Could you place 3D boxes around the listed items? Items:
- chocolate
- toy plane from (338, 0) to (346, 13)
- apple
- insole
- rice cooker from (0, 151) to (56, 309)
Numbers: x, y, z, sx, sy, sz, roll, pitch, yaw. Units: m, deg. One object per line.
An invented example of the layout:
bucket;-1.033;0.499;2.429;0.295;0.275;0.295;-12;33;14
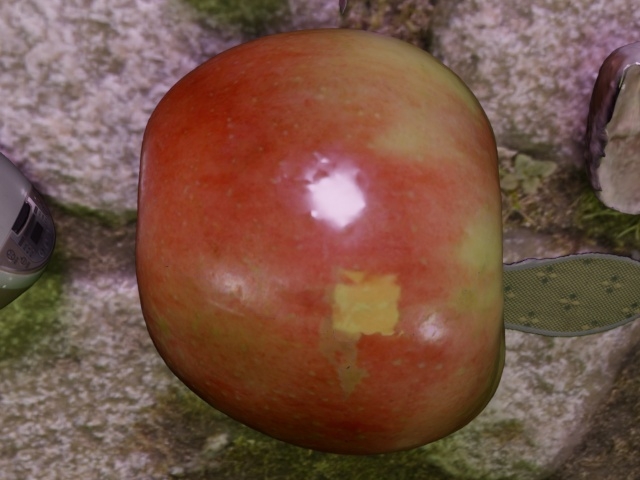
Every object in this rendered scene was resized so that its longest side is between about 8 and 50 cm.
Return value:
chocolate;0.381;-0.131;0.762;0.303;0.100;0.185;-11;131;-2
toy plane;0.037;-0.240;0.665;0.031;0.049;0.121;13;133;-16
apple;0.000;0.000;0.644;0.277;0.319;0.319;-2;120;10
insole;0.216;0.057;0.887;0.322;0.007;0.109;3;117;-13
rice cooker;-0.317;-0.021;0.665;0.206;0.145;0.127;31;119;-22
